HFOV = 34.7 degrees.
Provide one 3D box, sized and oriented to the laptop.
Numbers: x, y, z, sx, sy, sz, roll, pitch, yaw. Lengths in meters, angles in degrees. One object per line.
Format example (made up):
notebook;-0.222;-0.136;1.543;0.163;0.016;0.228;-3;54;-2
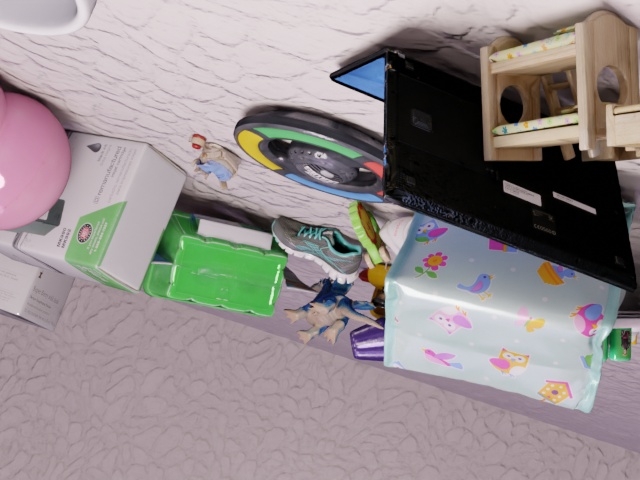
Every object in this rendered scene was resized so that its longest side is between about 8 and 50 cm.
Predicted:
laptop;0.131;-0.062;0.911;0.234;0.264;0.136;19;138;-18

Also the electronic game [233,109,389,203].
electronic game;0.003;-0.097;1.248;0.229;0.048;0.229;18;168;4

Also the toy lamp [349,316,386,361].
toy lamp;0.188;0.156;1.752;0.274;0.080;0.080;-9;168;-2

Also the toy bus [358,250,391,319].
toy bus;0.141;0.112;1.829;0.202;0.104;0.191;20;168;-6

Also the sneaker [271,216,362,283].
sneaker;0.000;0.000;1.687;0.166;0.065;0.076;29;137;1

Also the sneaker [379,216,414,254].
sneaker;0.172;0.023;1.475;0.115;0.090;0.232;15;160;48

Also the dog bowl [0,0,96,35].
dog bowl;-0.286;-0.268;0.792;0.265;0.104;0.265;18;168;4

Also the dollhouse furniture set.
dollhouse furniture set;0.243;-0.117;0.780;0.161;0.101;0.182;-3;-179;-33

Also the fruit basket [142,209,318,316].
fruit basket;-0.194;0.016;1.825;0.327;0.165;0.353;13;-167;-17

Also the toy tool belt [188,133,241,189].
toy tool belt;-0.152;-0.107;1.427;0.052;0.051;0.083;5;162;47

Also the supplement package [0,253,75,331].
supplement package;-0.526;-0.012;1.835;0.175;0.293;0.177;17;168;10

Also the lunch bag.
lunch bag;0.202;0.019;1.053;0.223;0.262;0.160;13;135;16

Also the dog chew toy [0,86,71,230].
dog chew toy;-0.508;-0.155;1.434;0.206;0.206;0.332;9;157;39

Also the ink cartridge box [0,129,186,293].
ink cartridge box;-0.389;-0.056;1.629;0.289;0.211;0.121;11;164;31

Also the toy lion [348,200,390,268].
toy lion;0.068;-0.015;1.467;0.034;0.096;0.100;-24;-167;15

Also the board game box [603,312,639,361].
board game box;0.371;0.120;1.336;0.390;0.050;0.390;2;177;-27

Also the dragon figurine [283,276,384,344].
dragon figurine;0.036;0.107;1.773;0.085;0.144;0.289;57;148;-9
